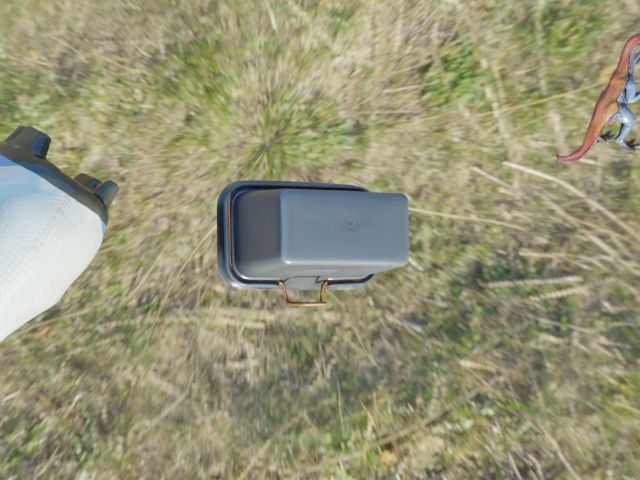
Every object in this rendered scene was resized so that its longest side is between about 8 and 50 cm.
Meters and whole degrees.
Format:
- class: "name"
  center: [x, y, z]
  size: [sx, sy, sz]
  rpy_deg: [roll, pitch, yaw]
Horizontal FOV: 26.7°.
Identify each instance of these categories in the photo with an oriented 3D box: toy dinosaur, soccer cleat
- class: "toy dinosaur"
  center: [0.206, -0.098, 0.910]
  size: [0.090, 0.047, 0.082]
  rpy_deg: [-30, 133, -24]
- class: "soccer cleat"
  center: [-0.239, -0.006, 0.925]
  size: [0.116, 0.331, 0.143]
  rpy_deg: [38, 81, -19]

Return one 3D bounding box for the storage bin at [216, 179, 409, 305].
- class: "storage bin"
  center: [0.000, 0.000, 1.017]
  size: [0.135, 0.091, 0.098]
  rpy_deg: [1, 86, -25]
